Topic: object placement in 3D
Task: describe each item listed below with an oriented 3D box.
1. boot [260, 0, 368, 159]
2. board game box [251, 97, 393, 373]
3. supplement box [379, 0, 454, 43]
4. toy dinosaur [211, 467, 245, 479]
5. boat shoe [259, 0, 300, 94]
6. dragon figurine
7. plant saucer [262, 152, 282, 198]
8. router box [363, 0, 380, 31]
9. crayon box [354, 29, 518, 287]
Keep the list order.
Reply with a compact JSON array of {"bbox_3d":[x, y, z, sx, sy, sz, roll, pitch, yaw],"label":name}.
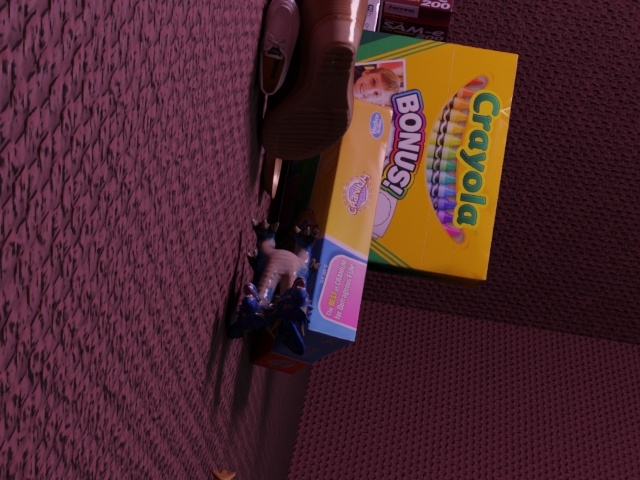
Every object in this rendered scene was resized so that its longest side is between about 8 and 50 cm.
[{"bbox_3d":[-0.007,-0.223,1.336,0.248,0.090,0.207,120,-28,-57],"label":"boot"},{"bbox_3d":[0.000,0.000,1.670,0.242,0.064,0.316,141,-38,-64],"label":"board game box"},{"bbox_3d":[0.176,-0.395,2.366,0.239,0.130,0.073,92,7,-63],"label":"supplement box"},{"bbox_3d":[-0.102,0.322,1.402,0.211,0.064,0.112,-70,170,-75],"label":"toy dinosaur"},{"bbox_3d":[-0.043,-0.189,1.230,0.035,0.035,0.100,-82,-174,-62],"label":"boat shoe"},{"bbox_3d":[-0.051,0.073,1.356,0.289,0.085,0.144,104,-3,-65],"label":"dragon figurine"},{"bbox_3d":[-0.056,-0.091,1.474,0.083,0.015,0.083,10,90,-88],"label":"plant saucer"},{"bbox_3d":[0.067,-0.388,2.379,0.301,0.082,0.335,80,19,-82],"label":"router box"},{"bbox_3d":[0.123,-0.132,1.961,0.106,0.313,0.363,84,15,-81],"label":"crayon box"}]
